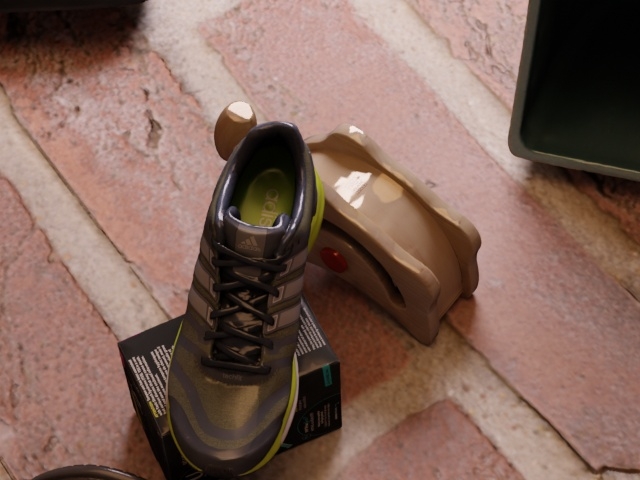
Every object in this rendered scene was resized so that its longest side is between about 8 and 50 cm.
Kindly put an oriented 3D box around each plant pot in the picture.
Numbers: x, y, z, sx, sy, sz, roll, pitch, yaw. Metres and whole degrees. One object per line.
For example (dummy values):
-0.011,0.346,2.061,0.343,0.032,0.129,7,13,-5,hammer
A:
0.335,-0.224,1.572,0.247,0.247,0.252,13,40,11,plant pot

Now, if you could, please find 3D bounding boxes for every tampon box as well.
-0.075,0.122,1.404,0.161,0.120,0.101,-22,59,-13,tampon box

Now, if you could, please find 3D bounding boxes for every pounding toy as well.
0.000,0.000,1.485,0.269,0.154,0.155,40,64,5,pounding toy

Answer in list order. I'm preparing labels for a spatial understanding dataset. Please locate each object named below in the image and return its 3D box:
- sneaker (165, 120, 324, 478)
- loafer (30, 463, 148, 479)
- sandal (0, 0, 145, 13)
-0.062,0.038,1.305,0.111,0.121,0.299,5,67,3,sneaker
-0.144,0.241,1.348,0.220,0.080,0.078,9,55,8,loafer
-0.388,-0.290,1.683,0.446,0.107,0.167,-5,22,-8,sandal
